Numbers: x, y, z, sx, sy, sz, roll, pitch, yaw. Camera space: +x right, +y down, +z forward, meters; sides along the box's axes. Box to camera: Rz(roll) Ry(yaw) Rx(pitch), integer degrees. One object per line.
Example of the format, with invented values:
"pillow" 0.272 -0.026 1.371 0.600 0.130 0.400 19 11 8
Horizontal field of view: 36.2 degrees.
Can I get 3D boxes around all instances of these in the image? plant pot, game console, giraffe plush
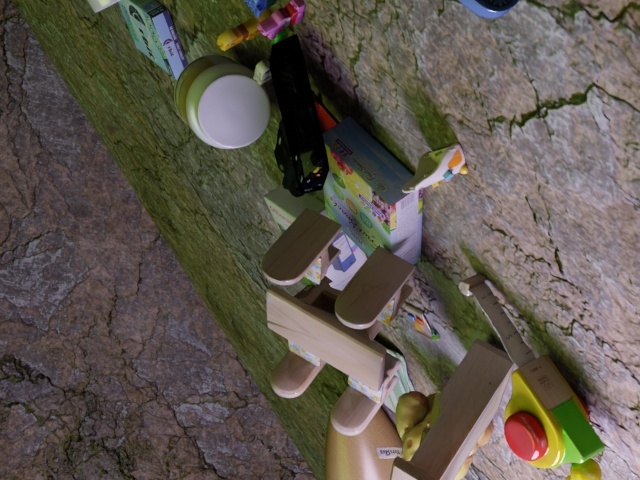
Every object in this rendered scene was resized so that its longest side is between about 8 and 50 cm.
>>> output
"plant pot" 0.103 0.504 2.273 0.237 0.237 0.254 19 126 64
"game console" -0.042 -0.167 1.560 0.361 0.044 0.213 119 139 -78
"giraffe plush" 0.224 0.327 1.713 0.170 0.210 0.181 -39 72 41

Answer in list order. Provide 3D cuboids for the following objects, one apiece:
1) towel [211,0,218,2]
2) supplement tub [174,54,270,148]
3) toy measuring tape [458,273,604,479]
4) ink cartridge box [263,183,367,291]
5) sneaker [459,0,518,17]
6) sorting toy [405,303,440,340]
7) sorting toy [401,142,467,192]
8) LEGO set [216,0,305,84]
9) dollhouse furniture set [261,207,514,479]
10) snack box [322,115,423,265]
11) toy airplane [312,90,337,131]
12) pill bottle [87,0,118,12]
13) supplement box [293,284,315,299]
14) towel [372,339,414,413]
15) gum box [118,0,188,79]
"towel" -0.218 -0.479 1.649 0.152 0.023 0.113 46 158 36
"supplement tub" -0.168 -0.238 1.685 0.144 0.144 0.199 63 173 -23
"toy measuring tape" 0.281 0.207 1.382 0.330 0.121 0.121 57 165 21
"ink cartridge box" 0.000 0.000 1.798 0.154 0.093 0.212 35 153 52
"sneaker" 0.115 -0.307 0.955 0.232 0.081 0.090 61 167 8
"sorting toy" 0.179 0.148 1.715 0.083 0.012 0.062 25 145 60
"sorting toy" 0.143 -0.086 1.275 0.045 0.075 0.083 59 163 -8
"LEGO set" -0.101 -0.314 1.496 0.087 0.093 0.227 54 163 8
"dollhouse furniture set" 0.061 0.221 1.537 0.394 0.256 0.362 28 148 19
"snack box" 0.078 -0.061 1.511 0.174 0.070 0.207 46 162 29
"toy airplane" -0.013 -0.193 1.588 0.151 0.028 0.151 51 162 23
"pill bottle" -0.433 -0.584 1.769 0.318 0.176 0.176 62 162 -18
"supplement box" -0.019 0.117 1.822 0.043 0.055 0.083 55 167 -14
"towel" 0.097 0.252 2.100 0.325 0.038 0.247 35 154 46
"gum box" -0.354 -0.441 2.048 0.184 0.041 0.157 40 157 40
